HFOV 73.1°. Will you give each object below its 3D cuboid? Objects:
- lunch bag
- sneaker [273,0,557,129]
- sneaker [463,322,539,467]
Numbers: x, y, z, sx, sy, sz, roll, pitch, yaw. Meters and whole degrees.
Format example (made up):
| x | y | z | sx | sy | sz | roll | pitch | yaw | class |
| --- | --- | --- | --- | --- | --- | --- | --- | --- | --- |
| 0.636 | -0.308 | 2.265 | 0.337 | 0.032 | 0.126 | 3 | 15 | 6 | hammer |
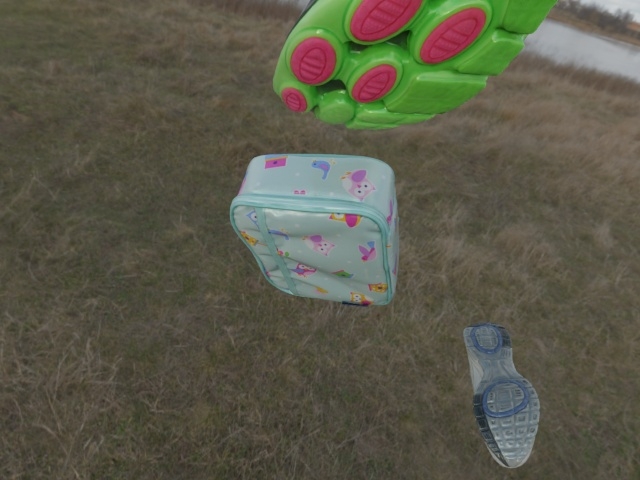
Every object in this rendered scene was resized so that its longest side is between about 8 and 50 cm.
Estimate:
| x | y | z | sx | sy | sz | roll | pitch | yaw | class |
| --- | --- | --- | --- | --- | --- | --- | --- | --- | --- |
| 0.000 | 0.000 | 0.631 | 0.224 | 0.279 | 0.107 | 4 | 58 | 13 | lunch bag |
| 0.114 | -0.274 | 0.345 | 0.185 | 0.483 | 0.202 | 18 | 53 | -26 | sneaker |
| 0.342 | 0.294 | 0.823 | 0.111 | 0.129 | 0.297 | -6 | 31 | 16 | sneaker |
